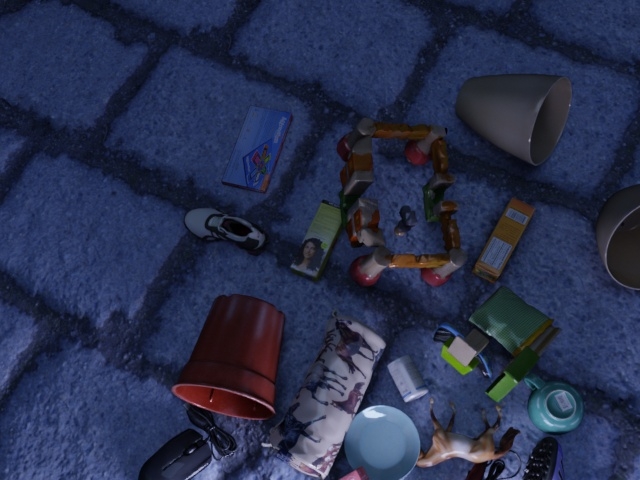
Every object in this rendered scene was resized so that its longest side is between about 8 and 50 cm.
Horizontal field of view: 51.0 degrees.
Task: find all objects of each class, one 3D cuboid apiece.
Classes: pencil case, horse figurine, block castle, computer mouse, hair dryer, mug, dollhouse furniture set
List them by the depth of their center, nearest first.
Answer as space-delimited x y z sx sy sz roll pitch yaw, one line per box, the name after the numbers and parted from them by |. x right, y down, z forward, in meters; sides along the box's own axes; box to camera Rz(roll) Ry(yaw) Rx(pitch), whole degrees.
0.357 0.629 1.654 0.294 0.080 0.223 -3 39 6 | hair dryer
0.581 0.414 1.689 0.158 0.097 0.129 18 72 13 | mug
0.366 0.496 1.693 0.263 0.066 0.174 4 58 17 | horse figurine
0.479 0.226 1.705 0.197 0.151 0.301 41 60 19 | dollhouse furniture set
0.016 0.391 1.734 0.184 0.160 0.410 28 74 -3 | pencil case
-0.374 0.568 1.759 0.272 0.072 0.188 -44 71 -11 | computer mouse
0.211 -0.100 1.868 0.303 0.213 0.453 0 72 -16 | block castle

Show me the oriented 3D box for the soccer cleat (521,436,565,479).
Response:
0.553 0.639 1.614 0.117 0.108 0.318 19 68 -8 | soccer cleat

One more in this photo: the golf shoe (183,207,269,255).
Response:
-0.284 -0.048 1.969 0.273 0.120 0.105 16 73 14 | golf shoe

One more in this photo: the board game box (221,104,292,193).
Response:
-0.196 -0.288 2.102 0.145 0.027 0.281 13 71 13 | board game box

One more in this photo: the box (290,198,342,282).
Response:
0.000 0.000 1.947 0.087 0.058 0.232 20 72 13 | box

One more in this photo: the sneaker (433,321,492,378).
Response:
0.380 0.300 1.787 0.188 0.067 0.078 41 100 18 | sneaker

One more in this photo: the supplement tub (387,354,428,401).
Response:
0.230 0.364 1.768 0.071 0.071 0.107 -25 67 -3 | supplement tub

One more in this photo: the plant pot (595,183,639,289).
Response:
0.849 -0.038 1.772 0.284 0.284 0.191 -13 31 2 | plant pot

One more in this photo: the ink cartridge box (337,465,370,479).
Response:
0.098 0.674 1.645 0.115 0.067 0.198 -35 73 9 | ink cartridge box

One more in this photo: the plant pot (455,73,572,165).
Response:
0.544 -0.379 1.954 0.274 0.256 0.256 25 73 33 | plant pot

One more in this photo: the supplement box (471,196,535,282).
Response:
0.510 0.000 1.875 0.080 0.078 0.233 31 76 14 | supplement box

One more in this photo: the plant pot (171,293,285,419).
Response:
-0.219 0.299 1.760 0.273 0.272 0.265 8 61 10 | plant pot

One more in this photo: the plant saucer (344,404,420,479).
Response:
0.159 0.524 1.727 0.195 0.037 0.194 -3 69 8 | plant saucer
